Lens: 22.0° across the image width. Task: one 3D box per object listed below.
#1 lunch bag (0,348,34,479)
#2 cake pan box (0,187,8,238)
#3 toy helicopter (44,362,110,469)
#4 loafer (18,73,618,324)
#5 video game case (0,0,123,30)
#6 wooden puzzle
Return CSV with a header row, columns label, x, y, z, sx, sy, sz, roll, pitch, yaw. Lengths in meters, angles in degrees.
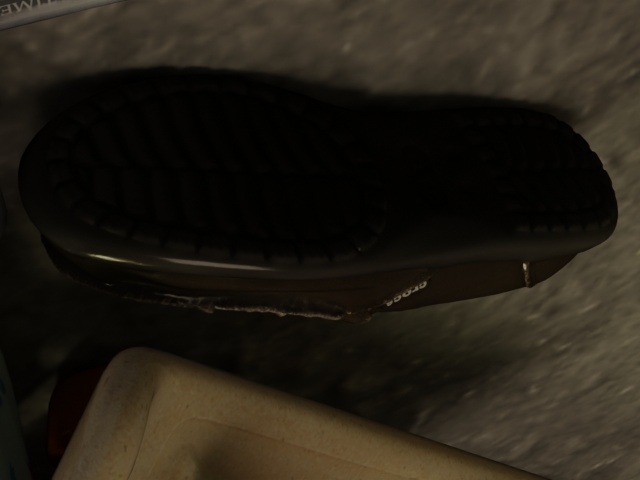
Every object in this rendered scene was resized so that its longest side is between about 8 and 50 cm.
label,x,y,z,sx,sy,sz,roll,pitch,yaw
lunch bag,-0.206,0.106,0.552,0.219,0.176,0.090,-12,-176,2
cake pan box,-0.218,0.029,0.394,0.267,0.246,0.070,-15,102,0
toy helicopter,-0.200,0.155,0.706,0.355,0.140,0.235,3,153,-9
loafer,0.000,0.000,0.568,0.220,0.080,0.078,3,142,-27
video game case,-0.074,-0.128,0.349,0.196,0.026,0.274,-15,156,-8
wooden puzzle,-0.022,0.222,0.585,0.348,0.080,0.322,24,92,-55
